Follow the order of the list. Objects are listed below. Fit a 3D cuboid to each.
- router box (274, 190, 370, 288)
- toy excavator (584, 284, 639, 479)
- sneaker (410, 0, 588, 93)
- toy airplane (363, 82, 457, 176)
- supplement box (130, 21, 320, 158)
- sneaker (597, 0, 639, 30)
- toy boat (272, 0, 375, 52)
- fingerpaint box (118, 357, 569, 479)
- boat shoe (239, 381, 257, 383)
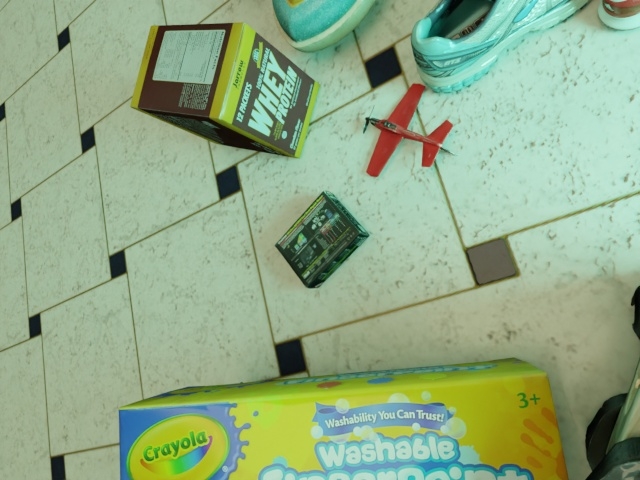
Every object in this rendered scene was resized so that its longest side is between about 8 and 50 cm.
[{"bbox_3d":[0.000,0.000,0.653,0.122,0.038,0.092,-46,65,17],"label":"router box"},{"bbox_3d":[0.459,0.111,0.260,0.446,0.222,0.432,20,95,32],"label":"toy excavator"},{"bbox_3d":[0.230,-0.301,0.511,0.283,0.122,0.110,-42,65,19],"label":"sneaker"},{"bbox_3d":[0.122,-0.148,0.608,0.151,0.028,0.151,-5,80,29],"label":"toy airplane"},{"bbox_3d":[-0.143,-0.228,0.676,0.194,0.191,0.128,16,92,31],"label":"supplement box"},{"bbox_3d":[0.385,-0.327,0.421,0.221,0.128,0.087,-48,64,16],"label":"sneaker"},{"bbox_3d":[-0.047,-0.441,0.673,0.319,0.148,0.267,20,94,30],"label":"toy boat"},{"bbox_3d":[0.026,0.337,0.458,0.446,0.163,0.370,-8,79,12],"label":"fingerpaint box"},{"bbox_3d":[-0.117,0.342,0.634,0.095,0.079,0.254,-21,69,62],"label":"boat shoe"}]
